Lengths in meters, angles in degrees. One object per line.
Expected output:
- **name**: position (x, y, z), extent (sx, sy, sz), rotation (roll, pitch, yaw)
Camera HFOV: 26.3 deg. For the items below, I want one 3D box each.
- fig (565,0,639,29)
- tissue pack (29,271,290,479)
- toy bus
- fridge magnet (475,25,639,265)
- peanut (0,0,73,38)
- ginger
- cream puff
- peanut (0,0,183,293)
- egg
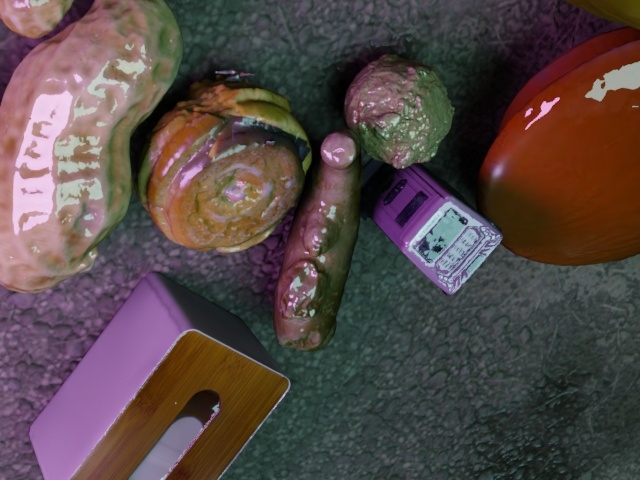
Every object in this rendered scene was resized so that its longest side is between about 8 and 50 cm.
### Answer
- **fig**: position (0.341, -0.353, 1.341), extent (0.343, 0.343, 0.343), rotation (-12, 121, -20)
- **tissue pack**: position (-0.181, 0.184, 1.499), extent (0.159, 0.136, 0.246), rotation (31, 101, -36)
- **toy bus**: position (0.112, -0.025, 1.492), extent (0.108, 0.199, 0.096), rotation (38, 96, -25)
- **fridge magnet**: position (0.344, -0.105, 1.540), extent (0.364, 0.155, 0.363), rotation (-12, 145, -9)
- **peanut**: position (-0.255, -0.278, 1.237), extent (0.089, 0.089, 0.192), rotation (-8, 120, -23)
- **ginger**: position (0.000, 0.002, 1.494), extent (0.080, 0.166, 0.333), rotation (11, 121, 5)
- **cream puff**: position (-0.103, -0.084, 1.391), extent (0.189, 0.129, 0.189), rotation (-19, 136, -20)
- **peanut**: position (-0.236, -0.095, 1.307), extent (0.325, 0.153, 0.140), rotation (-59, 166, 15)
- **egg**: position (0.084, -0.138, 1.461), extent (0.140, 0.118, 0.116), rotation (-4, 139, -50)
